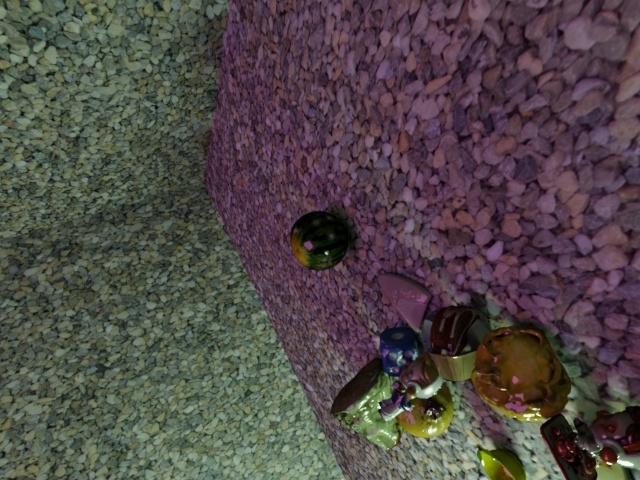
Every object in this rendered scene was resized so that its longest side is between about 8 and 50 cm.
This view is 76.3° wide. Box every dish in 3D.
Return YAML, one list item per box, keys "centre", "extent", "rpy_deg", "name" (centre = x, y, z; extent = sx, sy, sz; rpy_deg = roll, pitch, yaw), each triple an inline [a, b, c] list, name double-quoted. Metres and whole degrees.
- centre: [0.619, 0.762, 1.360]
  extent: [0.208, 0.080, 0.149]
  rpy_deg: [56, 155, 19]
  name: "dish"

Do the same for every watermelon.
- centre: [-0.005, 0.001, 1.764]
  extent: [0.269, 0.268, 0.269]
  rpy_deg: [41, 143, 42]
  name: "watermelon"

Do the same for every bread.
- centre: [0.423, 0.303, 1.233]
  extent: [0.142, 0.224, 0.212]
  rpy_deg: [-15, 81, 57]
  name: "bread"

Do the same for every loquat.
- centre: [0.381, 0.612, 1.527]
  extent: [0.244, 0.243, 0.244]
  rpy_deg: [41, 143, 42]
  name: "loquat"

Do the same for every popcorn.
- centre: [0.522, 0.351, 1.085]
  extent: [0.190, 0.250, 0.250]
  rpy_deg: [43, 172, -38]
  name: "popcorn"

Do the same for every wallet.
- centre: [0.730, 0.562, 1.054]
  extent: [0.110, 0.039, 0.155]
  rpy_deg: [-15, 96, 60]
  name: "wallet"

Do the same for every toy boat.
- centre: [0.431, 0.382, 1.430]
  extent: [0.127, 0.078, 0.283]
  rpy_deg: [20, 125, 52]
  name: "toy boat"

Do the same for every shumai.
- centre: [0.250, 0.755, 1.836]
  extent: [0.323, 0.324, 0.397]
  rpy_deg: [47, 154, 9]
  name: "shumai"

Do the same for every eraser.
- centre: [0.303, 0.214, 1.555]
  extent: [0.243, 0.059, 0.204]
  rpy_deg: [40, 142, 37]
  name: "eraser"

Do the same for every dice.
- centre: [0.303, 0.425, 1.574]
  extent: [0.146, 0.143, 0.146]
  rpy_deg: [-77, -25, -70]
  name: "dice"

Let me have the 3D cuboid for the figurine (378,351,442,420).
- centre: [0.311, 0.516, 1.404]
  extent: [0.133, 0.274, 0.194]
  rpy_deg: [38, 176, 2]
  name: "figurine"

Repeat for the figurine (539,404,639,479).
- centre: [0.669, 0.453, 0.925]
  extent: [0.226, 0.183, 0.160]
  rpy_deg: [-42, 58, 35]
  name: "figurine"
